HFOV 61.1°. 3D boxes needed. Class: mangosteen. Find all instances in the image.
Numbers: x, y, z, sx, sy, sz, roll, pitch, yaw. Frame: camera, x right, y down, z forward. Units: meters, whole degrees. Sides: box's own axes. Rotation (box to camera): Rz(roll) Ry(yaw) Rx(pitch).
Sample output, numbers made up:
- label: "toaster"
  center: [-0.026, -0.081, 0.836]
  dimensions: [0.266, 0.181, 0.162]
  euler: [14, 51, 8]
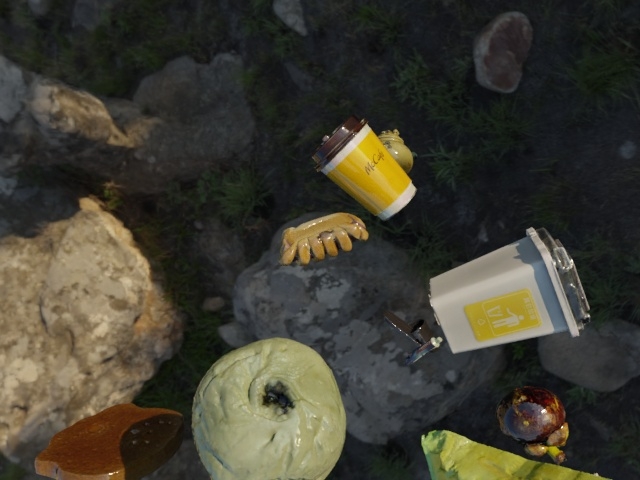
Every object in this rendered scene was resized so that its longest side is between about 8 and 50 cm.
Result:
- label: "mangosteen"
  center: [0.595, 0.515, 1.503]
  dimensions: [0.192, 0.192, 0.217]
  euler: [-43, 55, 37]

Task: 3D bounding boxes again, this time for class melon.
- label: "melon"
  center: [0.277, 0.367, 0.778]
  dimensions: [0.323, 0.196, 0.124]
  euler: [-1, 107, 63]

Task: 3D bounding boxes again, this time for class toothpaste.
- label: "toothpaste"
  center: [0.178, 0.190, 0.940]
  dimensions: [0.019, 0.027, 0.083]
  euler: [38, 126, -13]

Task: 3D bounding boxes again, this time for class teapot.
- label: "teapot"
  center: [0.224, -0.306, 1.890]
  dimensions: [0.173, 0.269, 0.182]
  euler: [147, 131, -60]

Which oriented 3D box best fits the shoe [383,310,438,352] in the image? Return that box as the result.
- label: "shoe"
  center: [0.224, 0.206, 1.286]
  dimensions: [0.159, 0.062, 0.053]
  euler: [32, 111, -3]

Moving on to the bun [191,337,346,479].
- label: "bun"
  center: [-0.074, 0.222, 0.711]
  dimensions: [0.221, 0.221, 0.108]
  euler: [26, 152, 36]

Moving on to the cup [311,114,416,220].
- label: "cup"
  center: [0.120, -0.194, 1.477]
  dimensions: [0.279, 0.196, 0.196]
  euler: [45, 128, -7]

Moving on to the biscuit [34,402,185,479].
- label: "biscuit"
  center: [-0.410, 0.411, 1.087]
  dimensions: [0.257, 0.273, 0.049]
  euler: [2, 98, 21]

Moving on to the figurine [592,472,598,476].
- label: "figurine"
  center: [0.454, 0.557, 1.119]
  dimensions: [0.257, 0.182, 0.144]
  euler: [-8, 114, 20]

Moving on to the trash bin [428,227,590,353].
- label: "trash bin"
  center: [0.497, 0.140, 1.480]
  dimensions: [0.368, 0.296, 0.255]
  euler: [-22, 106, 17]

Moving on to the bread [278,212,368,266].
- label: "bread"
  center: [0.000, 0.000, 1.323]
  dimensions: [0.134, 0.225, 0.081]
  euler: [-118, 10, -62]
